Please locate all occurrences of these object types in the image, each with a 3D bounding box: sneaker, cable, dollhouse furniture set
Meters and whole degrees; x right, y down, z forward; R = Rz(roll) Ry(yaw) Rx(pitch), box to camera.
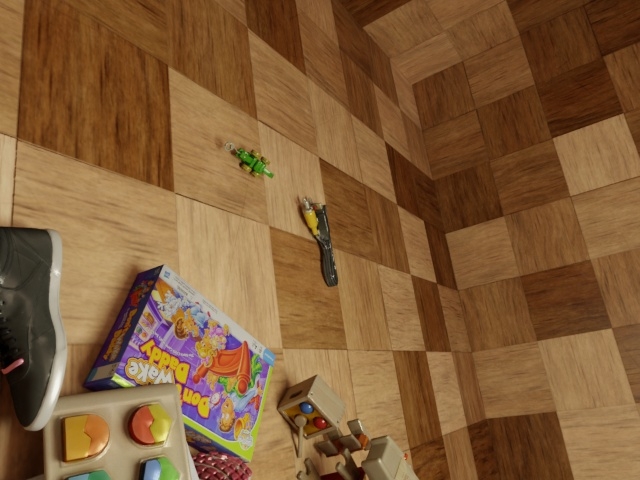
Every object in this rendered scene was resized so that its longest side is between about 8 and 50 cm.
[{"bbox_3d":[-0.232,0.461,0.812,0.299,0.120,0.112,-25,124,-51],"label":"sneaker"},{"bbox_3d":[0.000,0.000,1.556,0.139,0.072,0.288,-55,136,-75],"label":"cable"},{"bbox_3d":[-0.436,0.109,0.670,0.146,0.104,0.296,18,53,-53],"label":"sneaker"},{"bbox_3d":[0.078,0.550,1.139,0.135,0.259,0.262,56,33,-8],"label":"dollhouse furniture set"}]

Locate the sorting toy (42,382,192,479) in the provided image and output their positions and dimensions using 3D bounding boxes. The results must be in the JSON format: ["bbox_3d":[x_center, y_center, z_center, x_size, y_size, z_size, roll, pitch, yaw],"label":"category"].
[{"bbox_3d":[-0.278,0.306,0.698,0.192,0.038,0.208,3,54,-37],"label":"sorting toy"}]

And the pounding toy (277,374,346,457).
[{"bbox_3d":[-0.029,0.419,1.181,0.130,0.141,0.100,49,33,-10],"label":"pounding toy"}]

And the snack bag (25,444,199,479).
[{"bbox_3d":[-0.261,0.438,0.648,0.322,0.037,0.343,-5,58,-42],"label":"snack bag"}]

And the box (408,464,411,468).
[{"bbox_3d":[0.204,0.700,1.430,0.087,0.101,0.101,31,49,-47],"label":"box"}]

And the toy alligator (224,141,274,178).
[{"bbox_3d":[-0.195,-0.219,1.323,0.051,0.056,0.189,40,6,41],"label":"toy alligator"}]

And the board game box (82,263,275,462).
[{"bbox_3d":[-0.239,0.244,0.948,0.347,0.078,0.234,49,37,-35],"label":"board game box"}]
